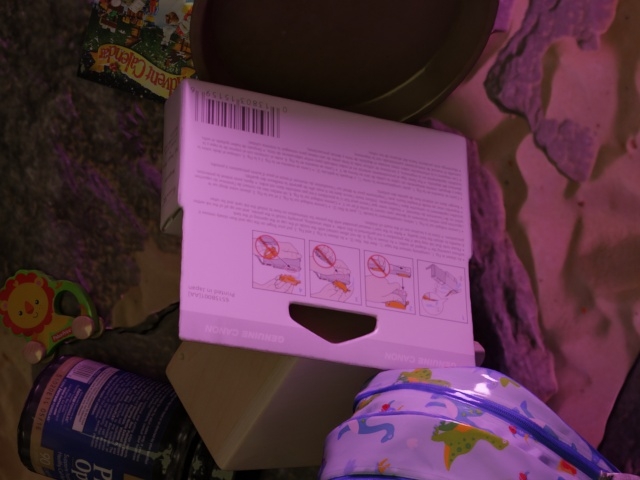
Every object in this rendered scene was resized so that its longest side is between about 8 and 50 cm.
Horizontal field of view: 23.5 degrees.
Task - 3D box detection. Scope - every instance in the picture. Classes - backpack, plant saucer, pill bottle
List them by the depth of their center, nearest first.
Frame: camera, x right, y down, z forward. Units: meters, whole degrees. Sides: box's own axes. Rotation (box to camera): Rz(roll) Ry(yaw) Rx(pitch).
[{"bbox_3d":[0.134,0.262,1.263,0.290,0.355,0.273,-4,69,44],"label":"backpack"},{"bbox_3d":[0.020,-0.200,1.335,0.278,0.278,0.041,-40,42,17],"label":"plant saucer"},{"bbox_3d":[-0.170,0.194,1.485,0.219,0.123,0.123,15,100,16],"label":"pill bottle"}]

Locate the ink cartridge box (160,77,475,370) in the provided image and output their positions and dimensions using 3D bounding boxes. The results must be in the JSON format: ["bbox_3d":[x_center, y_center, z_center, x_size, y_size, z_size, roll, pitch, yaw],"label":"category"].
[{"bbox_3d":[0.000,0.000,1.311,0.275,0.060,0.239,10,64,-22],"label":"ink cartridge box"}]

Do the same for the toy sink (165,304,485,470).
[{"bbox_3d":[0.005,0.105,1.391,0.153,0.234,0.131,-57,50,29],"label":"toy sink"}]

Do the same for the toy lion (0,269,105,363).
[{"bbox_3d":[-0.278,0.070,1.555,0.100,0.034,0.096,-26,81,18],"label":"toy lion"}]

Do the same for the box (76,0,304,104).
[{"bbox_3d":[-0.104,-0.200,1.460,0.233,0.044,0.159,18,101,15],"label":"box"}]
